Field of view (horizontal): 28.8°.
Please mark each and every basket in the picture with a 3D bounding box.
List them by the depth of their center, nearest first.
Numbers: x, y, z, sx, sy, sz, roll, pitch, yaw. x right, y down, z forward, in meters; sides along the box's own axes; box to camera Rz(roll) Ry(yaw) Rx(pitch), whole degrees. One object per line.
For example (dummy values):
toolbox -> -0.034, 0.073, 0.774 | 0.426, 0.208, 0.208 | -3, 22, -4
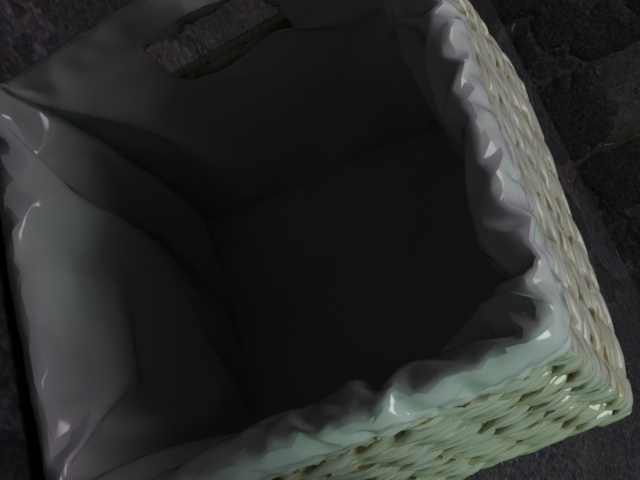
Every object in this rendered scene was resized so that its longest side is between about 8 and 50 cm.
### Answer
basket -> 0.000, 0.010, 0.830 | 0.266, 0.328, 0.331 | 34, 36, -56
